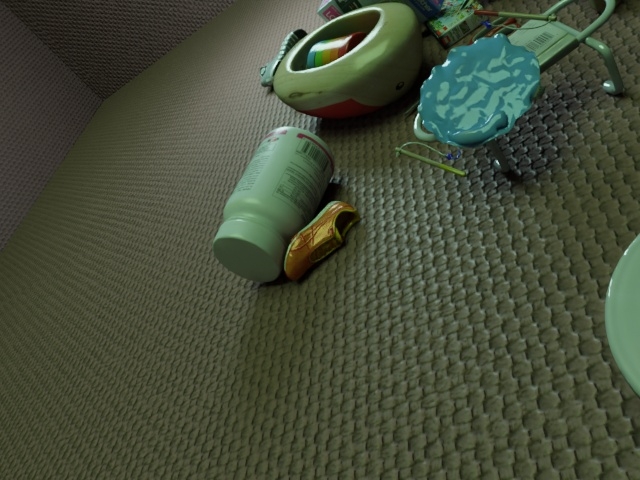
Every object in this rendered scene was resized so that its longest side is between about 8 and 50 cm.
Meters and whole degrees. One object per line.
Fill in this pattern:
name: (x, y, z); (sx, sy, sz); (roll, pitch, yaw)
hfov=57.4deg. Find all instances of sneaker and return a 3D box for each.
sneaker: (0.000, 0.000, 1.043); (0.175, 0.064, 0.067); (-51, 42, -9)
sneaker: (-0.128, -0.575, 1.858); (0.132, 0.086, 0.229); (-4, 49, 49)

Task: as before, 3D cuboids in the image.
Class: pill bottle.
pill bottle: (-0.089, -0.071, 1.130); (0.160, 0.160, 0.283); (-11, 43, 40)

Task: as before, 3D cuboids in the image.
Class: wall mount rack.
wall mount rack: (0.308, -0.265, 0.972); (0.350, 0.130, 0.304); (-36, 36, 10)

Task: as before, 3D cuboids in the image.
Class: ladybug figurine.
ladybug figurine: (0.064, -0.397, 1.354); (0.305, 0.162, 0.449); (-52, 33, -15)

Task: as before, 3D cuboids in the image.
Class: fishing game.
fishing game: (0.233, -0.216, 0.856); (0.189, 0.041, 0.264); (25, 86, 43)

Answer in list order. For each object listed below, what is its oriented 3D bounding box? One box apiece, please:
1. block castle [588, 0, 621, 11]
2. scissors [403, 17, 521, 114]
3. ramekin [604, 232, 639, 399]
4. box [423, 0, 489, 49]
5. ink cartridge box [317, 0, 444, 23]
block castle: (0.573, -0.646, 1.012); (0.453, 0.213, 0.303); (-35, 41, 13)
scissors: (0.284, -0.366, 1.216); (0.297, 0.021, 0.109); (-36, 35, 13)
ramekin: (0.387, 0.074, 0.464); (0.273, 0.127, 0.273); (-29, 34, 22)
box: (0.304, -0.524, 1.365); (0.114, 0.036, 0.207); (-33, 33, 16)
ink cartridge box: (0.155, -0.572, 1.390); (0.311, 0.185, 0.065); (-22, 39, 49)
